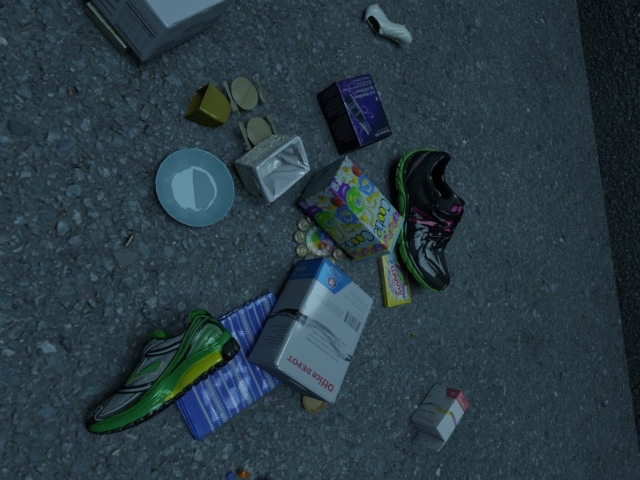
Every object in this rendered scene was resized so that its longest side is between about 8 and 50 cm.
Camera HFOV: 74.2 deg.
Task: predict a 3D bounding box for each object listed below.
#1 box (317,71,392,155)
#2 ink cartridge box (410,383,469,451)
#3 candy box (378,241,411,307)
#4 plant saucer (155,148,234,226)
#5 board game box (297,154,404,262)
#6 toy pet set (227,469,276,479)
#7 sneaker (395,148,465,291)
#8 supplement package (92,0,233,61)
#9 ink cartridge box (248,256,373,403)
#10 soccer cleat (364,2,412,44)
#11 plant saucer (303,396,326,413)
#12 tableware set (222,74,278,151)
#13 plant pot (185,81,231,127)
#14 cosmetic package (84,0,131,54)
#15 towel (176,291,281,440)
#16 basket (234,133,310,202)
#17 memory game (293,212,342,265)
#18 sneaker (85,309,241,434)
[{"bbox_3d":[0.108,-0.391,1.318,0.153,0.108,0.207,-29,100,-33],"label":"box"},{"bbox_3d":[0.381,0.575,1.385,0.198,0.115,0.067,-42,108,-30],"label":"ink cartridge box"},{"bbox_3d":[0.243,0.111,1.400,0.105,0.027,0.206,-7,88,-32],"label":"candy box"},{"bbox_3d":[-0.311,-0.129,1.050,0.195,0.037,0.195,4,83,-34],"label":"plant saucer"},{"bbox_3d":[0.094,-0.084,1.239,0.275,0.144,0.142,43,52,-22],"label":"board game box"},{"bbox_3d":[-0.166,0.630,1.062,0.114,0.065,0.122,-5,84,1],"label":"toy pet set"},{"bbox_3d":[0.367,-0.069,1.384,0.185,0.202,0.483,-6,89,-53],"label":"sneaker"},{"bbox_3d":[-0.362,-0.580,0.974,0.204,0.145,0.262,51,48,-18],"label":"supplement package"},{"bbox_3d":[-0.016,0.234,1.127,0.223,0.129,0.307,43,58,-29],"label":"ink cartridge box"},{"bbox_3d":[0.232,-0.733,1.470,0.196,0.068,0.076,30,74,-20],"label":"soccer cleat"},{"bbox_3d":[-0.017,0.443,1.194,0.083,0.015,0.083,5,81,-33],"label":"plant saucer"},{"bbox_3d":[-0.195,-0.342,1.154,0.128,0.039,0.194,-33,109,-44],"label":"tableware set"},{"bbox_3d":[-0.278,-0.333,1.074,0.083,0.081,0.081,30,69,-39],"label":"plant pot"},{"bbox_3d":[-0.476,-0.499,0.979,0.115,0.041,0.060,49,61,-20],"label":"cosmetic package"},{"bbox_3d":[-0.212,0.305,1.066,0.336,0.040,0.243,-27,100,-33],"label":"towel"},{"bbox_3d":[-0.127,-0.198,1.125,0.167,0.103,0.113,-44,134,-28],"label":"basket"},{"bbox_3d":[0.000,0.000,1.259,0.186,0.012,0.186,5,82,-34],"label":"memory game"},{"bbox_3d":[-0.346,0.281,0.904,0.343,0.134,0.146,-36,79,-8],"label":"sneaker"}]
